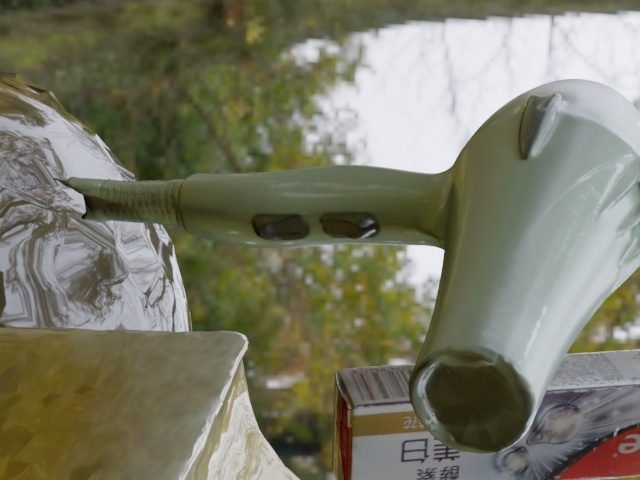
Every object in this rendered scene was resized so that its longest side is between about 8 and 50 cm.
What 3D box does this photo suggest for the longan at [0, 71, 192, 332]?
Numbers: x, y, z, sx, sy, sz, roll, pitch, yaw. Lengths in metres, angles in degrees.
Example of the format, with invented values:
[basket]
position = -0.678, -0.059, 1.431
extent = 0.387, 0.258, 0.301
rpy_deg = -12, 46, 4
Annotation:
[longan]
position = -0.253, 0.084, 0.940
extent = 0.391, 0.391, 0.391
rpy_deg = -178, -90, -79

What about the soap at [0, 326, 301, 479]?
[soap]
position = -0.147, 0.140, 0.321
extent = 0.281, 0.259, 0.143
rpy_deg = -65, 146, -46

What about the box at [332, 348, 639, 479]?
[box]
position = 0.114, 0.084, 0.771
extent = 0.039, 0.218, 0.055
rpy_deg = -115, -155, -64

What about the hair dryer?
[hair dryer]
position = 0.012, 0.014, 0.652
extent = 0.229, 0.267, 0.092
rpy_deg = -90, 170, -64
